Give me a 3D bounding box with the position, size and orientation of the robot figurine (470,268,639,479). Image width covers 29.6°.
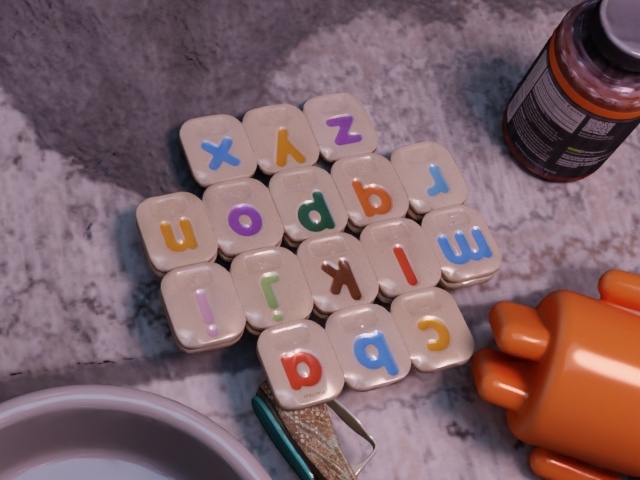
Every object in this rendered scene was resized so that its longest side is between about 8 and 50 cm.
[{"bbox_3d":[0.232,0.114,0.949,0.219,0.128,0.158,18,67,-4],"label":"robot figurine"}]

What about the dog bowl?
[{"bbox_3d":[-0.162,0.259,0.835,0.348,0.102,0.349,4,68,-10],"label":"dog bowl"}]

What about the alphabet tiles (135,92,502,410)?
[{"bbox_3d":[0.000,0.000,0.990,0.284,0.021,0.278,-13,60,-20],"label":"alphabet tiles"}]

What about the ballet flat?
[{"bbox_3d":[0.024,0.185,0.914,0.067,0.073,0.206,-27,77,-17],"label":"ballet flat"}]

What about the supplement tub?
[{"bbox_3d":[0.230,-0.133,1.011,0.106,0.198,0.106,4,68,-10],"label":"supplement tub"}]
